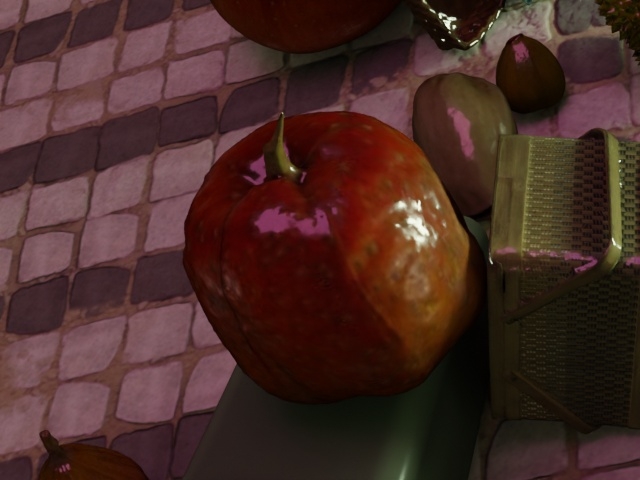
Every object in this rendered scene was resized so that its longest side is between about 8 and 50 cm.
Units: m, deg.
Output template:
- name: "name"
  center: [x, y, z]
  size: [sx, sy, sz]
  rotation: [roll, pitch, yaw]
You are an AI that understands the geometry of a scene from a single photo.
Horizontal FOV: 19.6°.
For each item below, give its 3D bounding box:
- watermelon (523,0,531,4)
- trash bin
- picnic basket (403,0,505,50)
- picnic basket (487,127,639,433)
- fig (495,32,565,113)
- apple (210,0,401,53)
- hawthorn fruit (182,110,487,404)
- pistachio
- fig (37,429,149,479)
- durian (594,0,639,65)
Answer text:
- name: "watermelon"
  center: [0.247, -0.464, 2.151]
  size: [0.258, 0.228, 0.387]
  rotation: [21, 69, 45]
- name: "trash bin"
  center: [0.036, 0.148, 1.729]
  size: [0.223, 0.158, 0.343]
  rotation: [-2, 45, 25]
- name: "picnic basket"
  center: [0.124, -0.307, 2.089]
  size: [0.055, 0.193, 0.110]
  rotation: [4, 51, 54]
- name: "picnic basket"
  center: [0.223, 0.039, 1.633]
  size: [0.139, 0.267, 0.165]
  rotation: [3, 50, 9]
- name: "fig"
  center: [0.221, -0.181, 1.982]
  size: [0.074, 0.088, 0.074]
  rotation: [-19, 20, 7]
- name: "apple"
  center: [-0.005, -0.344, 2.190]
  size: [0.272, 0.206, 0.251]
  rotation: [-45, 54, -11]
- name: "hawthorn fruit"
  center: [0.009, 0.016, 1.573]
  size: [0.258, 0.261, 0.258]
  rotation: [-47, 28, 35]
- name: "pistachio"
  center: [0.151, -0.101, 1.936]
  size: [0.126, 0.108, 0.185]
  rotation: [-42, 45, 24]
- name: "fig"
  center: [-0.223, 0.248, 1.801]
  size: [0.119, 0.153, 0.119]
  rotation: [1, 62, -2]
- name: "durian"
  center: [0.364, -0.247, 1.916]
  size: [0.146, 0.159, 0.198]
  rotation: [-22, 75, 25]
